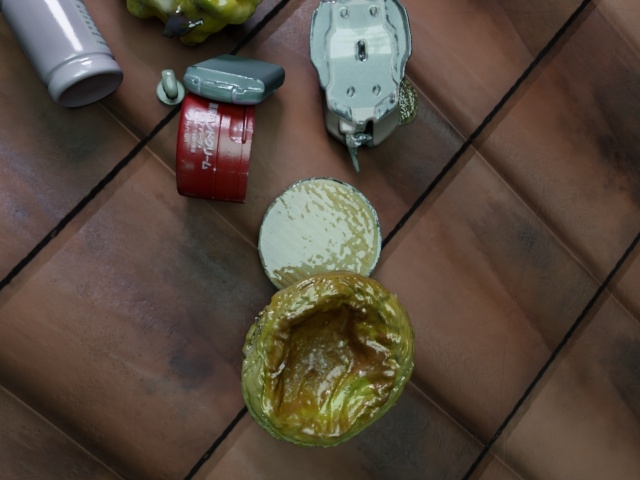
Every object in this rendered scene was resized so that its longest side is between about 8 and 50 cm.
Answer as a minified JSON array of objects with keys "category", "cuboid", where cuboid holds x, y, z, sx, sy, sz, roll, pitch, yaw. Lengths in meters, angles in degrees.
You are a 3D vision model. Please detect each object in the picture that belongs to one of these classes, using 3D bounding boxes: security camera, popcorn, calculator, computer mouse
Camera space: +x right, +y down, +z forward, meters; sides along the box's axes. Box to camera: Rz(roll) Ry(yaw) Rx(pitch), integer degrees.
[{"category":"security camera","cuboid":[-0.284,-0.288,0.877,0.058,0.092,0.058,0,91,-13]},{"category":"popcorn","cuboid":[-0.228,-0.517,0.824,0.297,0.281,0.316,34,121,-16]},{"category":"calculator","cuboid":[-0.148,-0.297,0.852,0.141,0.246,0.045,13,119,2]},{"category":"computer mouse","cuboid":[0.081,-0.338,0.959,0.199,0.115,0.390,-2,102,3]}]

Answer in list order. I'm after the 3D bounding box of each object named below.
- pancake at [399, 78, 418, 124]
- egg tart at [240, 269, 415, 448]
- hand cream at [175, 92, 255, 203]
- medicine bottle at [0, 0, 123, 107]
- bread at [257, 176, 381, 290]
[{"category":"pancake","cuboid":[0.164,-0.306,1.026,0.114,0.011,0.115,0,89,-14]},{"category":"egg tart","cuboid":[0.012,0.221,0.903,0.351,0.150,0.353,-3,100,-17]},{"category":"hand cream","cuboid":[-0.187,-0.165,0.848,0.125,0.193,0.193,4,88,-11]},{"category":"medicine bottle","cuboid":[-0.464,-0.373,0.814,0.133,0.133,0.250,-31,97,-12]},{"category":"bread","cuboid":[0.000,0.000,0.968,0.266,0.040,0.267,0,89,-14]}]
